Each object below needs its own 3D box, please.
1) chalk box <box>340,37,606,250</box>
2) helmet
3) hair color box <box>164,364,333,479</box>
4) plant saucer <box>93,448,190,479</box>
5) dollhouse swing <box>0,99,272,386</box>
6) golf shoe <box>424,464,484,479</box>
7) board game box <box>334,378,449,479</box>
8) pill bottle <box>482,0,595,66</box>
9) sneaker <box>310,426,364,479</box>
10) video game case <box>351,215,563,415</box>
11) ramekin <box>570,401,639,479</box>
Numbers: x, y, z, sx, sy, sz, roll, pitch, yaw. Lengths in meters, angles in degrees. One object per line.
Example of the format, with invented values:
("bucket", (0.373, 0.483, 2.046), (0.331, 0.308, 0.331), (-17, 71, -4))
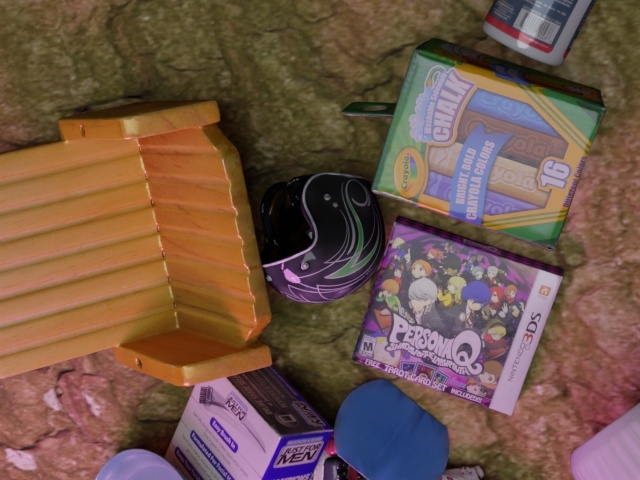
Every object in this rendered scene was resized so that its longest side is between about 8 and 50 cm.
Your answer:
("chalk box", (0.172, -0.134, 1.263), (0.289, 0.180, 0.179), (19, 109, 6))
("helmet", (0.000, 0.000, 1.345), (0.169, 0.169, 0.161), (-1, 85, 13))
("hair color box", (-0.132, 0.346, 1.467), (0.185, 0.110, 0.338), (42, 117, 39))
("plant saucer", (-0.233, 0.448, 1.458), (0.318, 0.044, 0.317), (-4, 84, 45))
("dollhouse swing", (-0.289, 0.022, 1.329), (0.315, 0.305, 0.346), (8, 112, 54))
("golf shoe", (0.188, 0.347, 1.466), (0.186, 0.067, 0.086), (25, 77, 10))
("board game box", (0.093, 0.279, 1.449), (0.169, 0.133, 0.033), (38, 151, 1))
("pill bottle", (0.275, -0.306, 1.228), (0.108, 0.108, 0.180), (27, 109, 4))
("sneaker", (0.009, 0.407, 1.496), (0.112, 0.121, 0.299), (0, 95, 29))
("video game case", (0.180, 0.101, 1.401), (0.232, 0.042, 0.210), (19, 108, 7))
("ramekin", (0.427, 0.251, 1.277), (0.273, 0.273, 0.127), (-43, 71, 20))
